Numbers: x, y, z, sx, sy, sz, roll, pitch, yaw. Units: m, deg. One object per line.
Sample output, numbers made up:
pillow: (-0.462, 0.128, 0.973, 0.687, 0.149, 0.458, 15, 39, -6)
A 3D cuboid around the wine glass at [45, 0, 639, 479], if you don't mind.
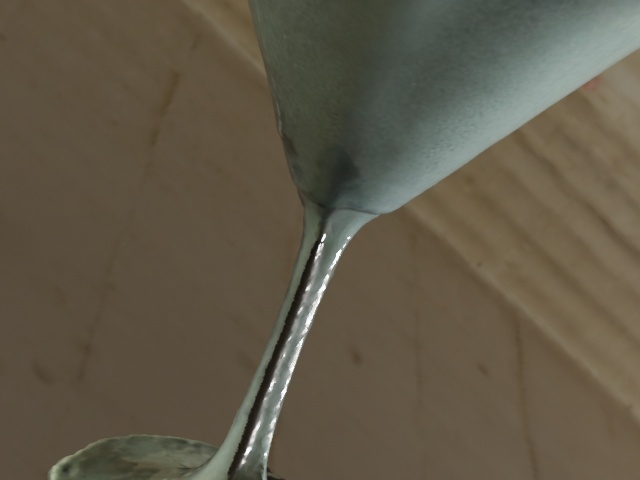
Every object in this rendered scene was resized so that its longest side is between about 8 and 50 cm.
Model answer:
wine glass: (0.000, 0.000, 0.733, 0.267, 0.406, 0.267, 19, -159, -8)
